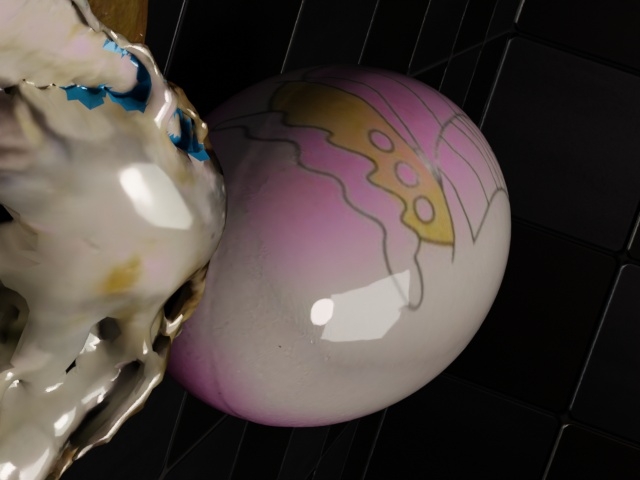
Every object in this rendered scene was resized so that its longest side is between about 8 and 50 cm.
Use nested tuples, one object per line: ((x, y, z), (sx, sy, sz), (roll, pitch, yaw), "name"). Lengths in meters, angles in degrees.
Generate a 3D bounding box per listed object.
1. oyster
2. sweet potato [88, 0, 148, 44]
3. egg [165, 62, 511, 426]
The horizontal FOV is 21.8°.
((-0.120, 0.004, 0.504), (0.214, 0.083, 0.222), (-44, 143, -34), "oyster")
((-0.092, -0.102, 0.519), (0.243, 0.077, 0.077), (94, 19, -63), "sweet potato")
((0.000, 0.000, 0.903), (0.271, 0.196, 0.196), (-7, 117, -70), "egg")
